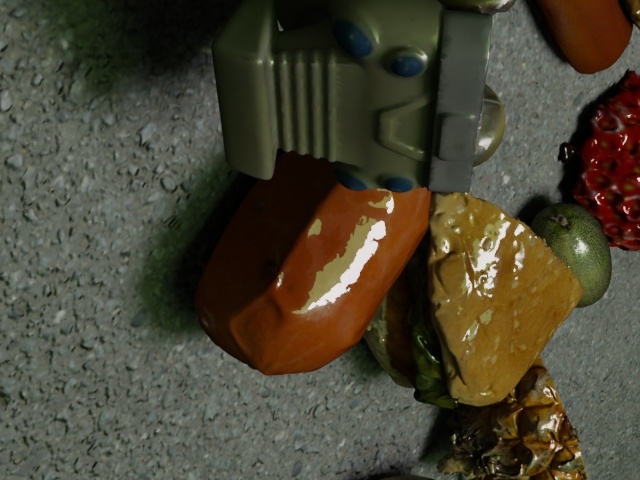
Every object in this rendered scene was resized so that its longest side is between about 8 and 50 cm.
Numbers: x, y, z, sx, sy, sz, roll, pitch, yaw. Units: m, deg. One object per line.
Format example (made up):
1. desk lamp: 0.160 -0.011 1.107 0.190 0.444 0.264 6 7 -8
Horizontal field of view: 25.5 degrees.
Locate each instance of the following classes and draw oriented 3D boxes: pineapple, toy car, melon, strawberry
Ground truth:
1. pineapple: 0.215 0.221 1.652 0.164 0.140 0.249 -14 90 -7
2. toy car: 0.046 -0.220 1.133 0.242 0.226 0.336 87 7 -60
3. melon: 0.298 0.021 1.689 0.099 0.099 0.162 -48 142 -17
4. strawberry: 0.422 -0.084 1.711 0.234 0.178 0.234 -24 123 -44

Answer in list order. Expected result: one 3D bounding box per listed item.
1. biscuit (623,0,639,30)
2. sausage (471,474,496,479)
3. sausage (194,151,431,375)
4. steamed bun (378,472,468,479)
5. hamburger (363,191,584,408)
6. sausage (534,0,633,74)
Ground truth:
1. biscuit: 0.400 -0.361 1.548 0.296 0.075 0.296 -25 121 -53
2. sausage: 0.224 0.344 1.816 0.083 0.083 0.264 -26 131 -37
3. sausage: -0.001 -0.001 1.299 0.268 0.153 0.141 -54 135 -11
4. steamed bun: 0.096 0.344 1.588 0.144 0.218 0.211 43 83 -29
5. hamburger: 0.150 0.078 1.509 0.330 0.162 0.209 32 85 -56
6. sausage: 0.268 -0.271 1.497 0.300 0.083 0.089 45 65 -51
